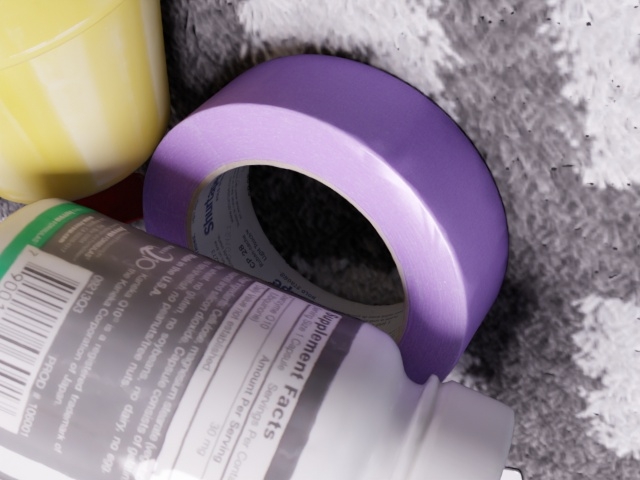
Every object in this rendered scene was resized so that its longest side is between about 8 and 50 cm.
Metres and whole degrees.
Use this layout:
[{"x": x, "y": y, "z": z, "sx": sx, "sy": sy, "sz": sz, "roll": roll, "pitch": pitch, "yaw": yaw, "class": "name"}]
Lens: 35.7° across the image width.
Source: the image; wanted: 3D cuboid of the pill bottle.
[{"x": -0.067, "y": 0.125, "z": 0.686, "sx": 0.361, "sy": 0.204, "sz": 0.204, "roll": 23, "pitch": 133, "yaw": 7, "class": "pill bottle"}]

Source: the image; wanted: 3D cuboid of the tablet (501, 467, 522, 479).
[{"x": 0.160, "y": 0.234, "z": 0.896, "sx": 0.054, "sy": 0.006, "sz": 0.083, "roll": 4, "pitch": 124, "yaw": 32, "class": "tablet"}]

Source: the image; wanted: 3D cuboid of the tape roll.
[{"x": 0.000, "y": 0.000, "z": 0.768, "sx": 0.275, "sy": 0.090, "sz": 0.274, "roll": 17, "pitch": 130, "yaw": 22, "class": "tape roll"}]

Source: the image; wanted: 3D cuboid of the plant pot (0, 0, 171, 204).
[{"x": -0.216, "y": -0.162, "z": 0.698, "sx": 0.254, "sy": 0.254, "sz": 0.239, "roll": 16, "pitch": 146, "yaw": 23, "class": "plant pot"}]

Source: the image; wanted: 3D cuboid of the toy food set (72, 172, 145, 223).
[{"x": -0.213, "y": -0.008, "z": 0.845, "sx": 0.111, "sy": 0.105, "sz": 0.232, "roll": -6, "pitch": 102, "yaw": 45, "class": "toy food set"}]
